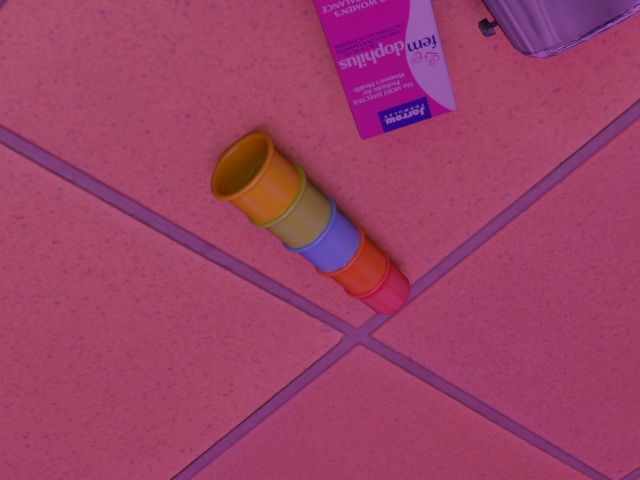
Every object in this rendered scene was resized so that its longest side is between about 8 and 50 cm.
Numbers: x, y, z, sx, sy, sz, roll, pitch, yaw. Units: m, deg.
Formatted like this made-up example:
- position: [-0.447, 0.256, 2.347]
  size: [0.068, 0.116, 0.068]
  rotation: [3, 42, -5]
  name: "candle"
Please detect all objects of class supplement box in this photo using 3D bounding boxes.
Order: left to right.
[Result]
- position: [0.057, -0.231, 0.979]
  size: [0.111, 0.114, 0.220]
  rotation: [-18, 133, 6]
  name: "supplement box"

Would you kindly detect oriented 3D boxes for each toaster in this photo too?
- position: [0.250, -0.289, 0.950]
  size: [0.227, 0.129, 0.146]
  rotation: [-28, 133, 12]
  name: "toaster"

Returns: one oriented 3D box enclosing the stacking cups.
- position: [0.000, 0.000, 1.183]
  size: [0.096, 0.096, 0.316]
  rotation: [-33, 128, 19]
  name: "stacking cups"
